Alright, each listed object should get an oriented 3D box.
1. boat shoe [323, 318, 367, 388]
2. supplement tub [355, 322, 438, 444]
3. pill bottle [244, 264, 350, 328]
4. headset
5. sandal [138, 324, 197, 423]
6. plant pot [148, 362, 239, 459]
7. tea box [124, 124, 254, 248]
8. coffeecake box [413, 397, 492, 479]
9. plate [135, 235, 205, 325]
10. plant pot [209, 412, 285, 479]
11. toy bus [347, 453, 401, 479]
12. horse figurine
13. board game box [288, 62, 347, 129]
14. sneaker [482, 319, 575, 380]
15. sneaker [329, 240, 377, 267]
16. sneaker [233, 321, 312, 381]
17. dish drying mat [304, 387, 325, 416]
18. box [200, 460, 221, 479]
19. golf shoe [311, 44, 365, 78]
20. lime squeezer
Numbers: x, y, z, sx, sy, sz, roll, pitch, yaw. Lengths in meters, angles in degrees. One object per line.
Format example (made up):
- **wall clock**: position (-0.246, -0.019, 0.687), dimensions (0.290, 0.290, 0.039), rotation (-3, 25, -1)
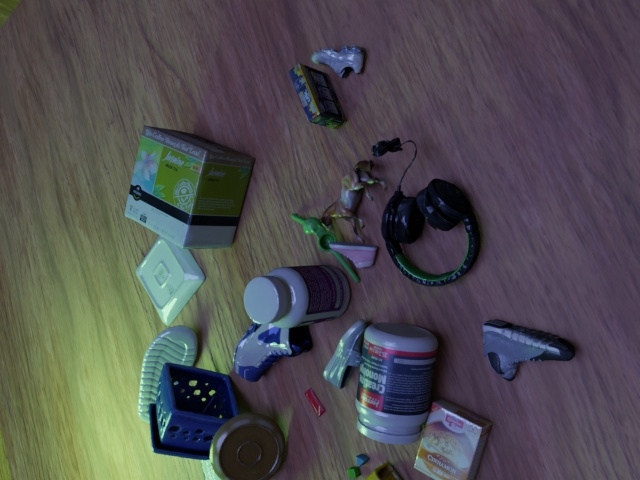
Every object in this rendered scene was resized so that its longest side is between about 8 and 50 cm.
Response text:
- **boat shoe**: position (0.088, 0.326, 1.799), dimensions (0.081, 0.079, 0.228), rotation (38, 118, 23)
- **supplement tub**: position (0.193, 0.363, 1.642), dimensions (0.191, 0.191, 0.272), rotation (10, 96, 36)
- **pill bottle**: position (-0.066, 0.154, 1.765), dimensions (0.169, 0.301, 0.169), rotation (0, 90, 37)
- **headset**: position (0.245, -0.071, 1.607), dimensions (0.243, 0.185, 0.394), rotation (-20, 90, 35)
- **sandal**: position (-0.558, 0.462, 2.254), dimensions (0.102, 0.169, 0.416), rotation (-111, 42, -66)
- **plant pot**: position (-0.418, 0.558, 2.029), dimensions (0.212, 0.235, 0.236), rotation (-59, 30, 19)
- **tea box**: position (-0.437, -0.176, 2.096), dimensions (0.329, 0.220, 0.324), rotation (24, 103, 35)
- **coffeecake box**: position (0.335, 0.519, 1.612), dimensions (0.142, 0.068, 0.186), rotation (21, 102, 36)
- **plate**: position (-0.561, 0.123, 2.298), dimensions (0.277, 0.045, 0.278), rotation (-49, 64, 26)
- **plant pot**: position (-0.218, 0.646, 1.939), dimensions (0.032, 0.236, 0.237), rotation (-162, 77, -73)
- **toy bus**: position (0.139, 0.705, 1.736), dimensions (0.190, 0.104, 0.202), rotation (-5, 87, 37)
- **horse figurine**: position (0.095, -0.120, 1.784), dimensions (0.174, 0.066, 0.263), rotation (45, 125, 44)
- **board game box**: position (-0.007, -0.411, 1.822), dimensions (0.048, 0.141, 0.170), rotation (-31, 72, 32)
- **sneaker**: position (0.484, 0.277, 1.501), dimensions (0.228, 0.086, 0.132), rotation (16, 104, 46)
- **sneaker**: position (0.089, 0.043, 1.782), dimensions (0.134, 0.051, 0.070), rotation (7, 104, 2)
- **sneaker**: position (-0.135, 0.318, 1.927), dimensions (0.182, 0.127, 0.316), rotation (37, 109, 33)
- **dish drying mat**: position (-0.018, 0.488, 1.913), dimensions (0.032, 0.008, 0.083), rotation (-50, 63, 27)
- **box**: position (-0.272, 0.791, 2.049), dimensions (0.184, 0.103, 0.261), rotation (-24, 76, 32)
- **golf shoe**: position (0.045, -0.511, 1.833), dimensions (0.176, 0.069, 0.086), rotation (6, 100, 38)
- **lime squeezer**: position (0.000, 0.000, 1.841), dimensions (0.310, 0.058, 0.110), rotation (44, 150, 27)
